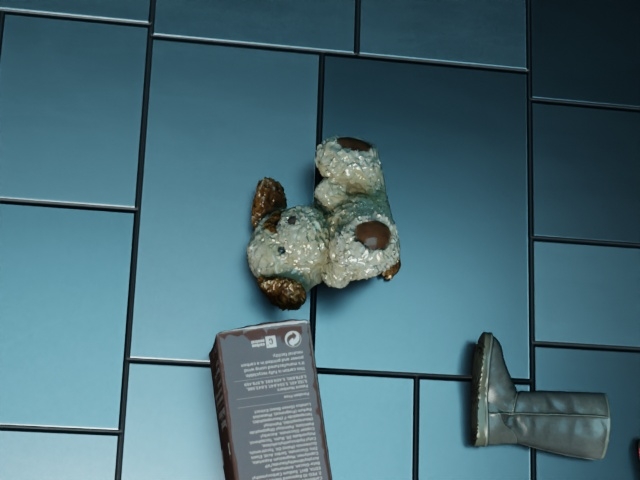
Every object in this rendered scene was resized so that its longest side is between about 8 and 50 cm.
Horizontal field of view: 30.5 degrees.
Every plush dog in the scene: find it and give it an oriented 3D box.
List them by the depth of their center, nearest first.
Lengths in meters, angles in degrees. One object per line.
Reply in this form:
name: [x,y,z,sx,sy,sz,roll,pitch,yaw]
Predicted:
plush dog: [0.000,0.000,1.755,0.225,0.211,0.262,-12,50,2]

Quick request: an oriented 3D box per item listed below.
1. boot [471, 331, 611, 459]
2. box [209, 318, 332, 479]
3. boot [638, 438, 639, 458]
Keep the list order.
boot: [0.336,0.236,1.783,0.208,0.076,0.190,2,90,-2]
box: [-0.064,0.318,1.639,0.143,0.191,0.381,-8,77,-11]
boot: [0.580,0.283,1.806,0.178,0.085,0.236,-5,78,-8]
